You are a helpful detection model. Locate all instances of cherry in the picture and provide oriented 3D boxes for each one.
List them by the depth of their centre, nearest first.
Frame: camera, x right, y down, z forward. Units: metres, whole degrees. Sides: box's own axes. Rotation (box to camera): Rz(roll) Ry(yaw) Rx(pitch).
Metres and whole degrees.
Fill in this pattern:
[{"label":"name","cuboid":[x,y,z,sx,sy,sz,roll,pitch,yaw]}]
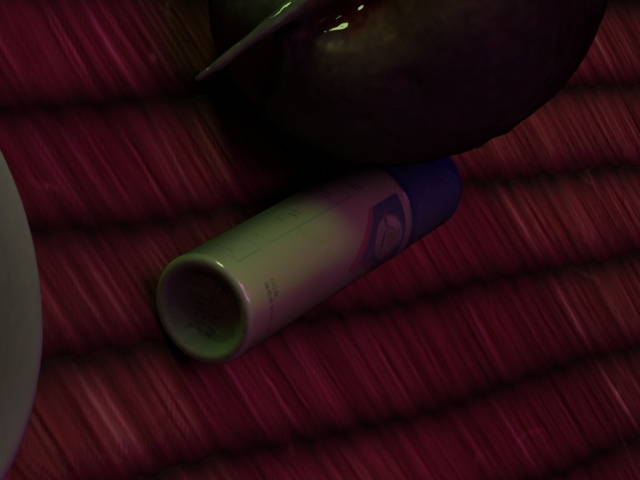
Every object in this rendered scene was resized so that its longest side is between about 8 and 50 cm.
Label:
[{"label":"cherry","cuboid":[0.051,-0.135,1.051,0.266,0.213,0.183,-15,89,-68]}]

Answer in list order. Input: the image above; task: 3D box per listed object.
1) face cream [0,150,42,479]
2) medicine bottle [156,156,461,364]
[{"label":"face cream","cuboid":[-0.222,0.029,0.626,0.201,0.187,0.201,27,54,-45]},{"label":"medicine bottle","cuboid":[0.000,0.000,1.050,0.231,0.059,0.059,-31,99,-54]}]
